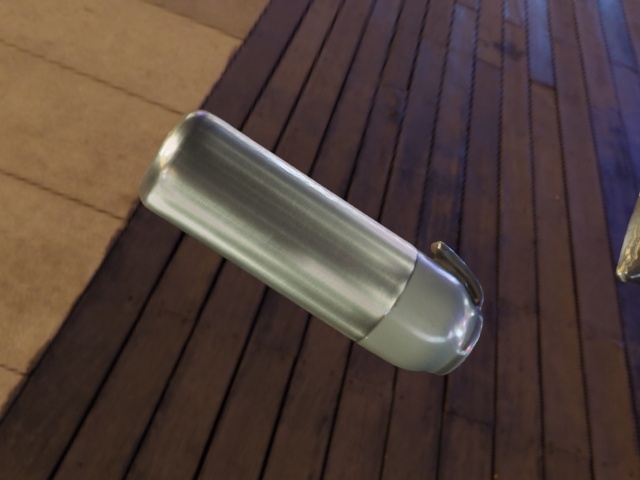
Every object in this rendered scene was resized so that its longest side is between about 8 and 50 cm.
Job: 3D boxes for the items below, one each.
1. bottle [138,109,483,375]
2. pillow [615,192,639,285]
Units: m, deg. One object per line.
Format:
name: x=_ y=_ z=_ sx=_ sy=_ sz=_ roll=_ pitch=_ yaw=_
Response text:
bottle: x=0.000 y=0.000 z=0.649 sx=0.253 sy=0.079 sz=0.096 roll=34 pitch=78 yaw=-8
pillow: x=0.393 y=-0.043 z=0.948 sx=0.186 sy=0.106 sz=0.250 roll=25 pitch=75 yaw=-29
